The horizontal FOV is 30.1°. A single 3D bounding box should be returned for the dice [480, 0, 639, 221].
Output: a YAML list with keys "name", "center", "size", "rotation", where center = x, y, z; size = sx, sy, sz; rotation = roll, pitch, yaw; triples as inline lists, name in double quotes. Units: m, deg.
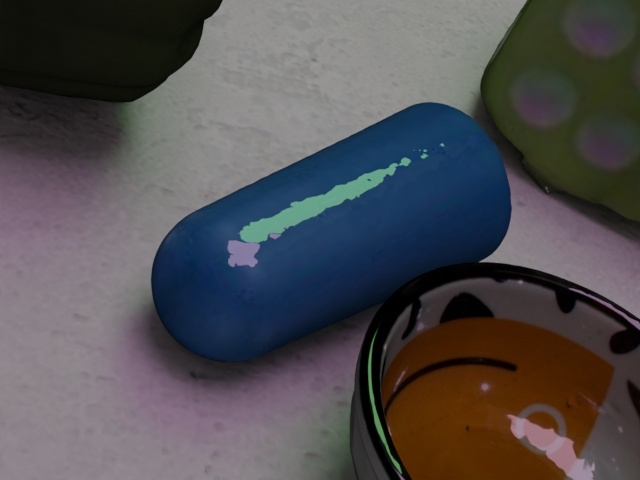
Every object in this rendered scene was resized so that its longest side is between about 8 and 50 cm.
- name: "dice"
  center: [0.311, -0.181, 1.085]
  size: [0.252, 0.254, 0.249]
  rotation: [32, 42, 2]

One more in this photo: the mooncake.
- name: "mooncake"
  center: [-0.168, -0.275, 0.875]
  size: [0.187, 0.351, 0.351]
  rotation: [5, 46, -26]

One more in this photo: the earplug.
- name: "earplug"
  center: [0.000, 0.000, 0.840]
  size: [0.273, 0.132, 0.132]
  rotation: [-25, 63, -38]

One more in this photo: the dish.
- name: "dish"
  center: [0.134, 0.155, 0.755]
  size: [0.303, 0.120, 0.303]
  rotation: [15, 43, -15]
